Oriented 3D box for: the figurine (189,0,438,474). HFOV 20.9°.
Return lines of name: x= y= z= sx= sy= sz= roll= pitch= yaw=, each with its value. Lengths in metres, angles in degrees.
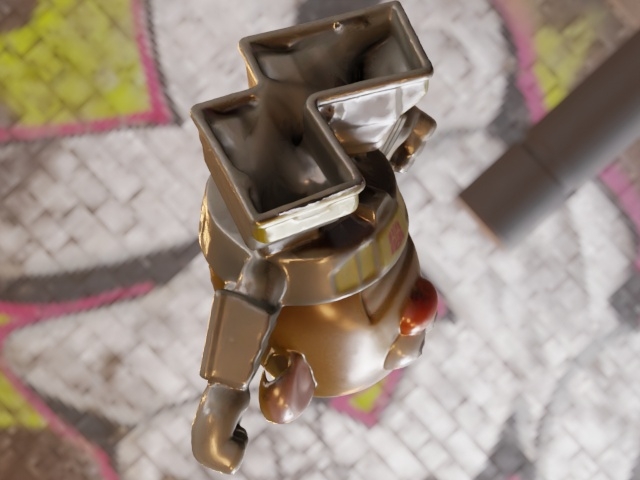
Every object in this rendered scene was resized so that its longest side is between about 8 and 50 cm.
figurine: x=-0.001 y=-0.001 z=1.224 sx=0.167 sy=0.342 sz=0.285 roll=37 pitch=148 yaw=30
